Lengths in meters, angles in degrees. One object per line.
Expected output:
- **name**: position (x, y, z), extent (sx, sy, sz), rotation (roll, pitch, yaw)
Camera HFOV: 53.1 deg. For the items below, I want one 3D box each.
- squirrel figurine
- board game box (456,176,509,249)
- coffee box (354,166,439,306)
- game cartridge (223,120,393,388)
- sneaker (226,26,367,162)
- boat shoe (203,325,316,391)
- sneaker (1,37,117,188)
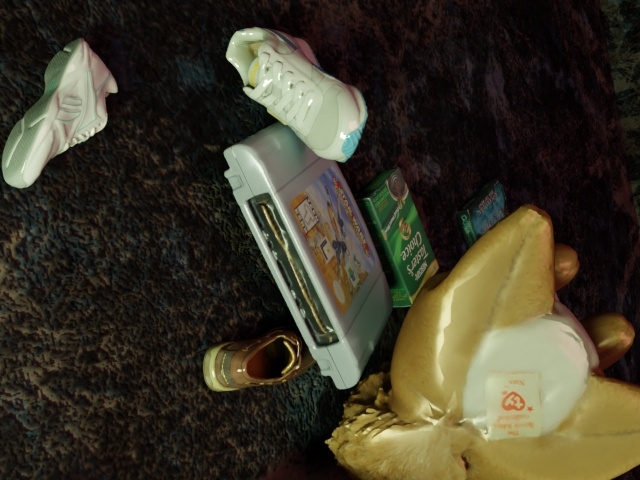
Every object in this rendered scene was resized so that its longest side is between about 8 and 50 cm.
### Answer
- **squirrel figurine**: position (0.183, 0.161, 0.824), extent (0.281, 0.397, 0.370), rotation (48, 8, -1)
- **board game box**: position (0.327, -0.035, 1.256), extent (0.186, 0.026, 0.126), rotation (-38, 112, -49)
- **coffee box**: position (0.115, -0.005, 0.966), extent (0.113, 0.040, 0.184), rotation (-44, 118, -47)
- **game cartridge**: position (0.000, 0.000, 0.767), extent (0.297, 0.062, 0.198), rotation (65, 30, -13)
- **sneaker**: position (-0.030, -0.162, 0.709), extent (0.092, 0.228, 0.087), rotation (4, 125, -37)
- **boat shoe**: position (-0.047, 0.131, 0.714), extent (0.178, 0.060, 0.064), rotation (-3, 85, -52)
- **sneaker**: position (-0.217, -0.103, 0.551), extent (0.061, 0.054, 0.152), rotation (45, 50, -41)
